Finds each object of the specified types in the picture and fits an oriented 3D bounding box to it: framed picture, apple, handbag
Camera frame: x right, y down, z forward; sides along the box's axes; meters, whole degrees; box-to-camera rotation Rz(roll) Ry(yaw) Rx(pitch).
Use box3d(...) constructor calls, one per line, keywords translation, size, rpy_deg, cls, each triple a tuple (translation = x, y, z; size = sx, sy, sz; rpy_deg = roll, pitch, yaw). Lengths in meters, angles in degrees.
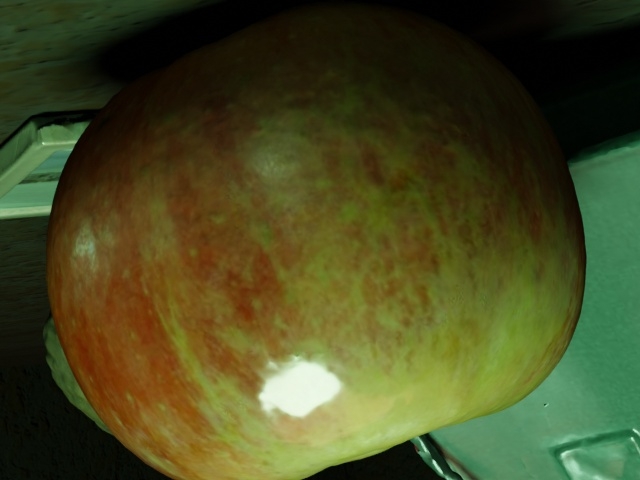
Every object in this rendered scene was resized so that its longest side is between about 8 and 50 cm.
box3d(translation=(-0.028, -0.043, 0.890), size=(0.289, 0.016, 0.213), rpy_deg=(-5, 174, -23), cls="framed picture")
box3d(translation=(0.000, 0.000, 0.643), size=(0.209, 0.164, 0.209), rpy_deg=(-17, 175, -2), cls="apple")
box3d(translation=(0.180, 0.033, 0.751), size=(0.326, 0.238, 0.089), rpy_deg=(-18, -155, 35), cls="handbag")

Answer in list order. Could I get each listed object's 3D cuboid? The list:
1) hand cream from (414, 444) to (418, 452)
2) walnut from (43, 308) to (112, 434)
box3d(translation=(0.159, 0.077, 1.327), size=(0.230, 0.230, 0.149), rpy_deg=(-9, 173, 11), cls="hand cream")
box3d(translation=(-0.073, 0.053, 1.084), size=(0.230, 0.178, 0.178), rpy_deg=(1, 179, 31), cls="walnut")
